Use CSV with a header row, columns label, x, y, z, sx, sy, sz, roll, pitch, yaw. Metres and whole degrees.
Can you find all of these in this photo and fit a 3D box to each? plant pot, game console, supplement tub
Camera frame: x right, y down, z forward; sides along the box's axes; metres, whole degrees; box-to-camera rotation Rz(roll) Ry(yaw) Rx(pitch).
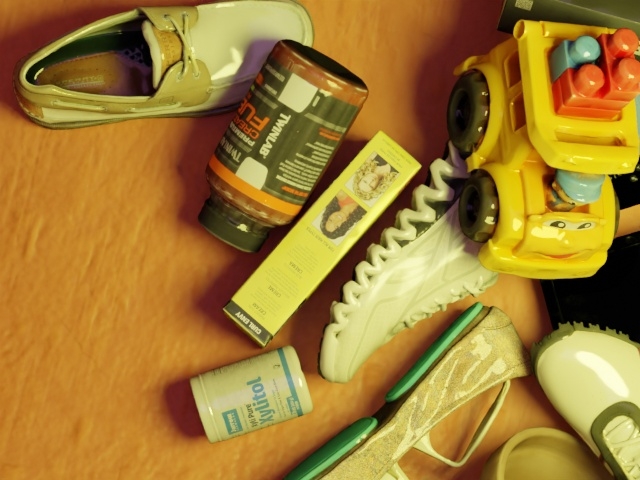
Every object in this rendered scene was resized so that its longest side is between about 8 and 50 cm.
label,x,y,z,sx,sy,sz,roll,pitch,yaw
plant pot,0.220,0.303,1.867,0.237,0.237,0.110,50,123,5
game console,0.298,-0.051,1.950,0.213,0.044,0.361,-17,78,12
supplement tub,-0.042,-0.088,1.926,0.106,0.106,0.198,30,101,3
supplement tub,-0.066,0.149,1.929,0.107,0.071,0.071,-19,84,-3

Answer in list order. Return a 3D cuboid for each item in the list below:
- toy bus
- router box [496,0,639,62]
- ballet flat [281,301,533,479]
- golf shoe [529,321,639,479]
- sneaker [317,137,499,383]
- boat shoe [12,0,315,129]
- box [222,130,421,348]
label,x,y,z,sx,sy,sz,roll,pitch,yaw
toy bus,0.227,-0.096,1.820,0.149,0.211,0.220,4,69,-22
router box,0.348,-0.282,1.939,0.309,0.081,0.243,15,64,1
ballet flat,0.081,0.195,1.911,0.316,0.107,0.106,-42,93,-3
golf shoe,0.306,0.188,1.868,0.273,0.120,0.105,45,108,-8
sneaker,0.105,0.027,1.923,0.118,0.110,0.292,37,85,6
boat shoe,-0.150,-0.174,1.947,0.302,0.103,0.113,-16,84,-2
box,0.000,0.000,1.939,0.058,0.087,0.232,41,84,2
